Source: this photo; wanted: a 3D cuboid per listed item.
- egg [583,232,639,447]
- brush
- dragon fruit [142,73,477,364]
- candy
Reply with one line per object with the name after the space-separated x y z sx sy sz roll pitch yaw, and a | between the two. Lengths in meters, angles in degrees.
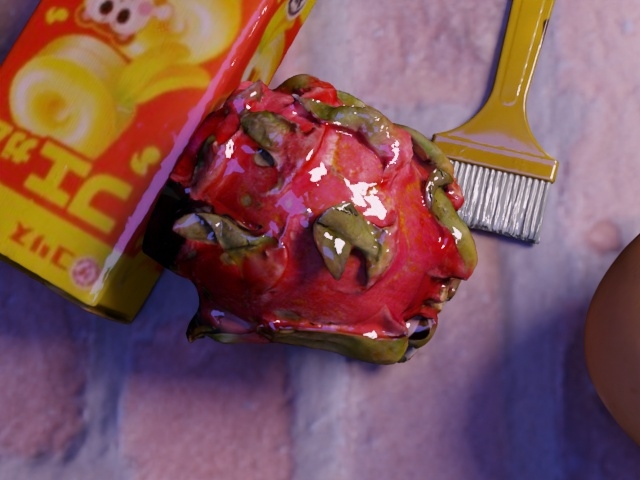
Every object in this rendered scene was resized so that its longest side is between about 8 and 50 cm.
0.259 0.052 0.492 0.244 0.201 0.201 2 79 12 | egg
0.126 -0.104 0.642 0.083 0.011 0.205 14 80 12 | brush
0.000 0.000 0.564 0.172 0.160 0.167 27 102 1 | dragon fruit
-0.123 -0.099 0.640 0.146 0.088 0.276 26 83 12 | candy
